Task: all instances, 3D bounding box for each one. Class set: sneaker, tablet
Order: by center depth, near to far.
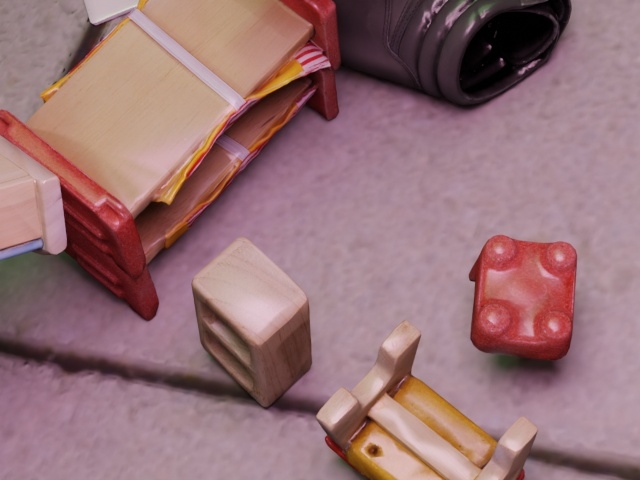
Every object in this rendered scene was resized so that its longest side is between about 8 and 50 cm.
[{"bbox_3d":[0.131,-0.205,1.205,0.147,0.104,0.296,34,77,29],"label":"sneaker"},{"bbox_3d":[-0.152,-0.196,1.332,0.054,0.006,0.083,-21,55,1],"label":"tablet"}]

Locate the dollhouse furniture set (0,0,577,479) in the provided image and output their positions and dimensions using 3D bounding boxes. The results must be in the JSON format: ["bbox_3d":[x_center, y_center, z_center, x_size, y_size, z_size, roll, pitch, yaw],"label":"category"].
[{"bbox_3d":[0.000,0.000,1.099,0.374,0.152,0.201,40,73,15],"label":"dollhouse furniture set"}]

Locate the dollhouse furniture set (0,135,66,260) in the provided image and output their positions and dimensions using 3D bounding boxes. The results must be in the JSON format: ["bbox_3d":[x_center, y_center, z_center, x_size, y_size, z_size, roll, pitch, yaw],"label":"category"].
[{"bbox_3d":[-0.280,0.089,1.079,0.198,0.303,0.286,-17,29,-29],"label":"dollhouse furniture set"}]
